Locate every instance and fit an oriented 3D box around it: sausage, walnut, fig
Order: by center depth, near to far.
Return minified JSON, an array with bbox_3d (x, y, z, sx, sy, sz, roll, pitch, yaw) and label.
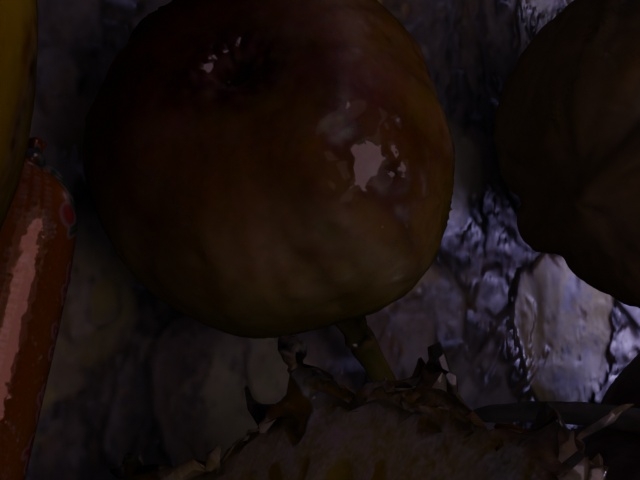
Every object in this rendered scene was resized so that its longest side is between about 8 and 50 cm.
[{"bbox_3d":[-0.150,0.125,0.514,0.053,0.053,0.347,21,76,-41],"label":"sausage"},{"bbox_3d":[0.000,0.000,0.615,0.159,0.159,0.257,-55,141,-28],"label":"fig"},{"bbox_3d":[0.200,-0.057,0.753,0.213,0.213,0.213,-1,91,-43],"label":"walnut"}]

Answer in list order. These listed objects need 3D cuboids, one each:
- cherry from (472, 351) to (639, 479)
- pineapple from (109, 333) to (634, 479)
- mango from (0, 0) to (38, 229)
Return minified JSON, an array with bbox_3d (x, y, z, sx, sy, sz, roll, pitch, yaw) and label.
[{"bbox_3d":[0.293,0.194,0.783,0.335,0.291,0.326,41,35,-52],"label":"cherry"},{"bbox_3d":[0.058,0.231,0.529,0.300,0.352,0.352,37,66,-44],"label":"pineapple"},{"bbox_3d":[-0.276,-0.033,0.283,0.446,0.232,0.300,-17,107,-34],"label":"mango"}]
